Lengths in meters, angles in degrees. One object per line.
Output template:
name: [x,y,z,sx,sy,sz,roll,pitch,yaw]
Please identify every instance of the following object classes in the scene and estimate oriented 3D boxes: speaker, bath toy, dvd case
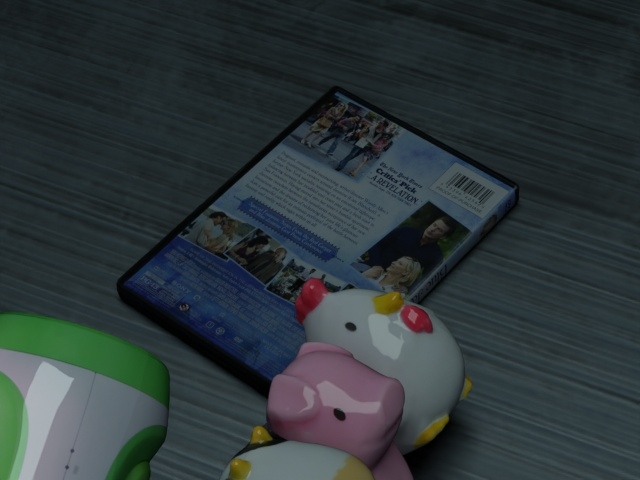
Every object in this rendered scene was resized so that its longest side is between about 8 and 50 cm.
speaker: [-0.174,0.195,0.985,0.131,0.131,0.296,12,73,14]
bath toy: [-0.007,0.129,1.087,0.129,0.151,0.348,49,35,-8]
dvd case: [0.000,0.000,1.335,0.180,0.022,0.253,31,59,27]
